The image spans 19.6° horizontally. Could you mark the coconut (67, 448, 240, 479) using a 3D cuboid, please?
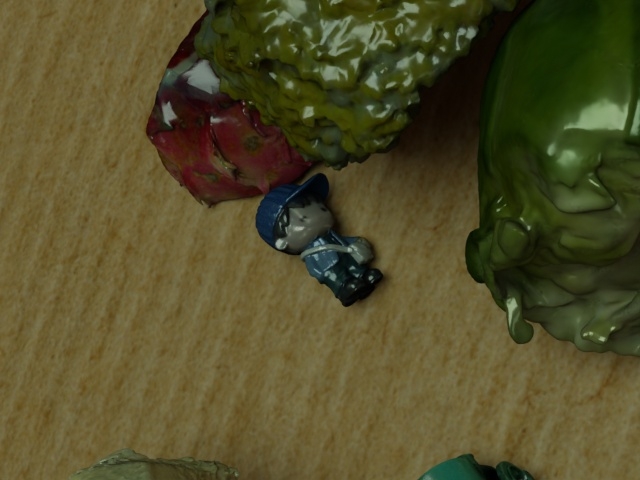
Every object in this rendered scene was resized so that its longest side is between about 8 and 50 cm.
[{"bbox_3d":[-0.185,0.415,1.745,0.404,0.404,0.404,-6,76,27],"label":"coconut"}]

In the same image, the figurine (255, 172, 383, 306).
[{"bbox_3d":[0.000,0.000,1.912,0.149,0.086,0.087,50,144,15],"label":"figurine"}]

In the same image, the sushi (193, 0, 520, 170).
[{"bbox_3d":[0.069,-0.261,1.749,0.240,0.351,0.396,41,98,-2],"label":"sushi"}]

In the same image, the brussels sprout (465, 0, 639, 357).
[{"bbox_3d":[0.275,-0.079,1.645,0.276,0.371,0.315,9,46,3],"label":"brussels sprout"}]

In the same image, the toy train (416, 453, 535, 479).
[{"bbox_3d":[0.180,0.297,1.700,0.101,0.159,0.248,-47,64,17],"label":"toy train"}]

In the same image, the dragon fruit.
[{"bbox_3d":[-0.067,-0.156,1.944,0.161,0.126,0.274,30,94,30],"label":"dragon fruit"}]
